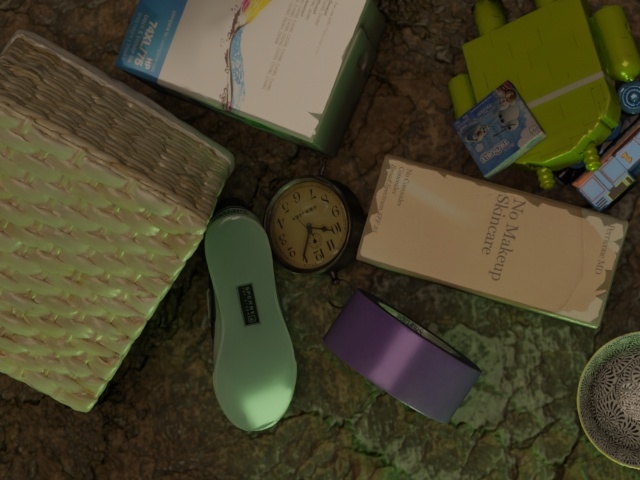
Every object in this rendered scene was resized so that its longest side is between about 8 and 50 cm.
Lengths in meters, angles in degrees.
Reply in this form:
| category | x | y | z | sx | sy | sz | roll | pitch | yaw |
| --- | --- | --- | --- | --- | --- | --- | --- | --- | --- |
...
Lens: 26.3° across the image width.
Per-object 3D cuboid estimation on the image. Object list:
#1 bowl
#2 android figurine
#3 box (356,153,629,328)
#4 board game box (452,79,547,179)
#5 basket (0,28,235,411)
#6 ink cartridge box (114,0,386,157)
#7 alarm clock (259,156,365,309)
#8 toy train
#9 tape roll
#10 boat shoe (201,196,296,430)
| category | x | y | z | sx | sy | sz | roll | pitch | yaw |
| --- | --- | --- | --- | --- | --- | --- | --- | --- | --- |
| bowl | 0.404 | 0.196 | 1.710 | 0.170 | 0.080 | 0.170 | 0 | 89 | 9 |
| android figurine | 0.277 | -0.198 | 1.709 | 0.248 | 0.056 | 0.273 | -25 | 66 | 25 |
| box | 0.216 | 0.002 | 1.724 | 0.311 | 0.121 | 0.148 | 15 | 89 | 9 |
| board game box | 0.219 | -0.136 | 1.683 | 0.090 | 0.020 | 0.090 | -39 | 59 | 18 |
| basket | -0.321 | -0.019 | 1.663 | 0.331 | 0.266 | 0.328 | 30 | 109 | -11 |
| ink cartridge box | -0.080 | -0.249 | 1.739 | 0.270 | 0.198 | 0.197 | 22 | 91 | 9 |
| alarm clock | 0.000 | 0.000 | 1.773 | 0.129 | 0.064 | 0.192 | -26 | 73 | 23 |
| toy train | 0.379 | -0.122 | 1.727 | 0.184 | 0.080 | 0.105 | -44 | 87 | 8 |
| tape roll | 0.101 | 0.142 | 1.702 | 0.189 | 0.189 | 0.080 | 35 | 94 | 8 |
| boat shoe | -0.101 | 0.094 | 1.776 | 0.113 | 0.105 | 0.306 | -13 | 111 | -2 |
